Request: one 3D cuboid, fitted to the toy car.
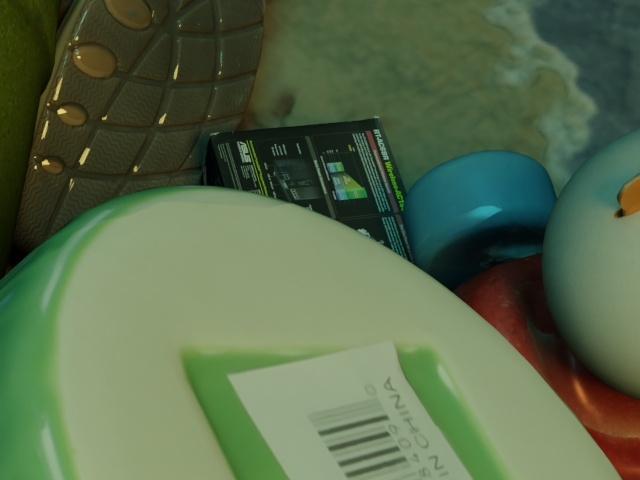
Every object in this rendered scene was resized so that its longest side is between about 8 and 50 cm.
[{"bbox_3d":[0.159,0.024,0.691,0.210,0.238,0.219,-1,60,-15],"label":"toy car"}]

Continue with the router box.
[{"bbox_3d":[0.000,0.000,0.834,0.092,0.038,0.122,-7,58,-18],"label":"router box"}]

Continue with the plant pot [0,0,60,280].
[{"bbox_3d":[-0.282,0.019,0.679,0.367,0.366,0.353,-2,73,1],"label":"plant pot"}]

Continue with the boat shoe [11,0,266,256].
[{"bbox_3d":[-0.100,-0.132,0.900,0.116,0.123,0.324,0,61,42],"label":"boat shoe"}]

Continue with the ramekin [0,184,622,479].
[{"bbox_3d":[-0.017,0.125,0.543,0.303,0.148,0.303,32,31,-22],"label":"ramekin"}]
